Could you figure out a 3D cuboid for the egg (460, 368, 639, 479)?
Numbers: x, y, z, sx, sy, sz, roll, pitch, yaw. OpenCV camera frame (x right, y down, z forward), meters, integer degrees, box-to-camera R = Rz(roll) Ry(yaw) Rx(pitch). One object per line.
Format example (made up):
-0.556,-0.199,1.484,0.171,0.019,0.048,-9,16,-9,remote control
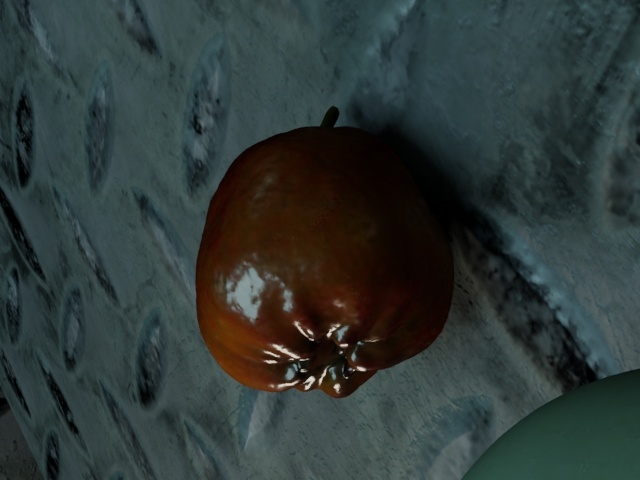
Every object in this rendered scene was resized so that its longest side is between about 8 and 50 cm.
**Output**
0.199,0.224,0.640,0.276,0.276,0.389,59,147,22,egg

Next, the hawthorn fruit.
0.000,0.000,0.942,0.224,0.224,0.260,124,148,-53,hawthorn fruit
